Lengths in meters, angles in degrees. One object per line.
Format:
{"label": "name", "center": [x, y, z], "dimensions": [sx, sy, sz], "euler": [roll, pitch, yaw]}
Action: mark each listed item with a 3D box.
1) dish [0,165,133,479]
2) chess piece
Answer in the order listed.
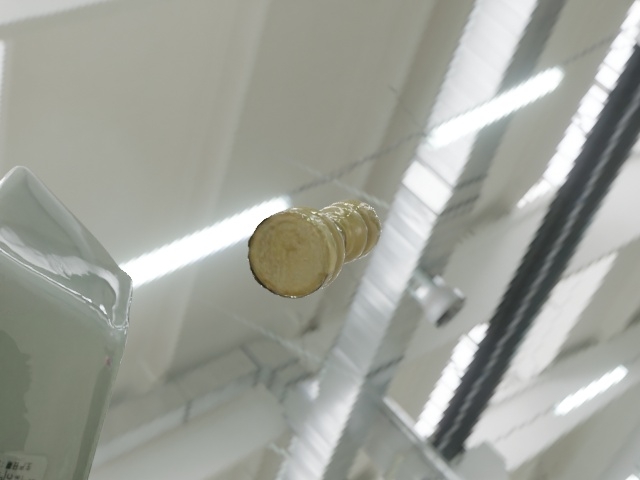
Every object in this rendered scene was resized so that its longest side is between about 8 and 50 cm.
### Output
{"label": "dish", "center": [-0.128, 0.096, 0.482], "dimensions": [0.154, 0.064, 0.234], "euler": [-114, 41, -74]}
{"label": "chess piece", "center": [0.000, 0.000, 0.895], "dimensions": [0.066, 0.066, 0.122], "euler": [-56, -12, 21]}
